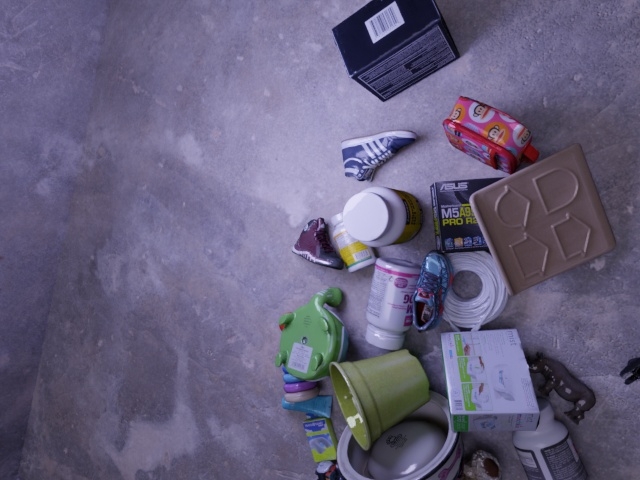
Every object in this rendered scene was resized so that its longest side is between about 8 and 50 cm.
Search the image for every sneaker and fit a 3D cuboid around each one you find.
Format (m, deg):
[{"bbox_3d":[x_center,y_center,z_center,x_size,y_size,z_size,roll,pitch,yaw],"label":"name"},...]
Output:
[{"bbox_3d":[0.200,-0.287,1.493,0.282,0.099,0.153,-3,86,34],"label":"sneaker"},{"bbox_3d":[0.000,0.000,1.574,0.281,0.106,0.163,21,93,51],"label":"sneaker"},{"bbox_3d":[0.902,0.339,1.169,0.170,0.089,0.051,-29,79,26],"label":"sneaker"},{"bbox_3d":[0.342,0.161,1.329,0.104,0.125,0.262,8,95,27],"label":"sneaker"}]

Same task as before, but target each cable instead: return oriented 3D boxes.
[{"bbox_3d":[0.469,0.147,1.384,0.257,0.089,0.257,-47,71,21],"label":"cable"}]

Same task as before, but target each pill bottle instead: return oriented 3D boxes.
[{"bbox_3d":[0.201,-0.074,1.372,0.187,0.333,0.188,2,94,27],"label":"pill bottle"},{"bbox_3d":[0.665,0.624,1.265,0.162,0.162,0.279,-25,81,26],"label":"pill bottle"},{"bbox_3d":[0.242,0.211,1.463,0.160,0.160,0.284,14,99,26],"label":"pill bottle"},{"bbox_3d":[0.114,0.002,1.543,0.117,0.117,0.209,-27,81,26],"label":"pill bottle"}]

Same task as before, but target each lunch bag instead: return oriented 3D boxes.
[{"bbox_3d":[0.496,-0.288,1.236,0.258,0.293,0.120,35,102,22],"label":"lunch bag"}]

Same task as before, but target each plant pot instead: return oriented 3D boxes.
[{"bbox_3d":[0.198,0.475,1.375,0.253,0.276,0.276,-18,82,-15],"label":"plant pot"}]

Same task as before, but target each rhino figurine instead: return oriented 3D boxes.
[{"bbox_3d":[0.698,0.421,1.286,0.243,0.073,0.106,44,94,20],"label":"rhino figurine"}]

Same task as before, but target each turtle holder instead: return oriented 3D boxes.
[{"bbox_3d":[-0.016,0.343,1.563,0.243,0.227,0.321,-26,58,26],"label":"turtle holder"}]

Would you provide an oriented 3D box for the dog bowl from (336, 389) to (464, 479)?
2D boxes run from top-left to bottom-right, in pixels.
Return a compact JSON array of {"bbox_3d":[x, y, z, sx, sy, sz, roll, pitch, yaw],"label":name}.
[{"bbox_3d":[0.263,0.661,1.359,0.407,0.408,0.151,-20,105,27],"label":"dog bowl"}]

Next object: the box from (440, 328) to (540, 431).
[{"bbox_3d":[0.483,0.403,1.262,0.230,0.262,0.127,-6,134,12],"label":"box"}]

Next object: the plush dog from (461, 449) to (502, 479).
[{"bbox_3d":[0.438,0.777,1.403,0.225,0.211,0.263,28,75,37],"label":"plush dog"}]

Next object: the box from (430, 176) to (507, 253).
[{"bbox_3d":[0.480,-0.076,1.307,0.269,0.060,0.217,-4,85,-1],"label":"box"}]

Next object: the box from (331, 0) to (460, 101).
[{"bbox_3d":[0.240,-0.615,1.348,0.296,0.294,0.183,-24,79,26],"label":"box"}]

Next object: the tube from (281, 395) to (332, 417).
[{"bbox_3d":[-0.052,0.644,1.699,0.206,0.052,0.080,-4,70,26],"label":"tube"}]

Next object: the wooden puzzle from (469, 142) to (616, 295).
[{"bbox_3d":[0.619,-0.056,1.218,0.347,0.080,0.322,-27,101,0],"label":"wooden puzzle"}]

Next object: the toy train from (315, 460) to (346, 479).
[{"bbox_3d":[0.080,0.981,1.595,0.190,0.142,0.335,-13,92,36],"label":"toy train"}]

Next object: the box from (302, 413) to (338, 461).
[{"bbox_3d":[0.003,0.761,1.680,0.108,0.042,0.179,-22,83,26],"label":"box"}]

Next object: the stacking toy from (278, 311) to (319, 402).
[{"bbox_3d":[-0.101,0.445,1.679,0.141,0.141,0.331,-17,79,27],"label":"stacking toy"}]
